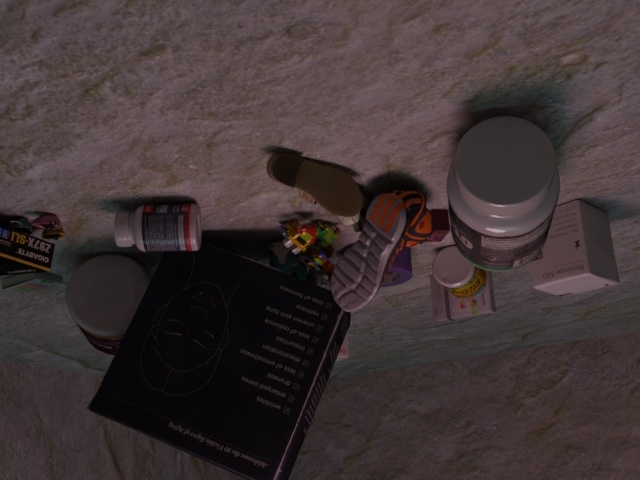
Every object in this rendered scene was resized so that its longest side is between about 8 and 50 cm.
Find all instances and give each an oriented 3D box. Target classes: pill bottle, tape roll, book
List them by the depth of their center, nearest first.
[{"bbox_3d":[0.348,-0.082,1.446,0.204,0.204,0.361,-5,160,10],"label":"pill bottle"},{"bbox_3d":[-0.361,-0.028,1.673,0.180,0.108,0.108,-1,161,-2],"label":"pill bottle"},{"bbox_3d":[0.152,0.065,2.027,0.189,0.080,0.189,-2,161,-1],"label":"tape roll"},{"bbox_3d":[0.393,0.097,2.084,0.117,0.118,0.208,-10,159,22],"label":"pill bottle"},{"bbox_3d":[-0.573,0.200,2.123,0.224,0.224,0.392,1,160,-8],"label":"pill bottle"},{"bbox_3d":[-0.831,0.119,2.165,0.144,0.035,0.096,-15,161,28],"label":"book"}]

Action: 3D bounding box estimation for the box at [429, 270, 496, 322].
[{"bbox_3d":[0.417,0.157,2.215,0.186,0.145,0.038,-14,158,33],"label":"box"}]

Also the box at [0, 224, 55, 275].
[{"bbox_3d":[-0.831,0.017,1.750,0.322,0.079,0.257,-5,159,30],"label":"box"}]

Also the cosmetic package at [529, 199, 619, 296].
[{"bbox_3d":[0.598,0.023,1.795,0.151,0.184,0.151,16,153,-42],"label":"cosmetic package"}]

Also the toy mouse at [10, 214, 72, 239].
[{"bbox_3d":[-0.652,-0.037,1.731,0.161,0.031,0.143,-15,157,32],"label":"toy mouse"}]

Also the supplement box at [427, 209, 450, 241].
[{"bbox_3d":[0.276,-0.034,1.797,0.043,0.055,0.083,-1,161,-8],"label":"supplement box"}]

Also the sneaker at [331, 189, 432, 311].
[{"bbox_3d":[0.153,0.024,1.679,0.180,0.124,0.321,-14,142,-47],"label":"sneaker"}]

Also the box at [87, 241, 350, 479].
[{"bbox_3d":[-0.227,0.305,1.871,0.480,0.472,0.297,21,162,9],"label":"box"}]

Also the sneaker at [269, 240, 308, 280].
[{"bbox_3d":[-0.092,0.086,2.017,0.107,0.110,0.275,-4,161,6],"label":"sneaker"}]

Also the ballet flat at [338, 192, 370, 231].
[{"bbox_3d":[0.075,-0.063,1.658,0.077,0.079,0.221,-8,159,26],"label":"ballet flat"}]

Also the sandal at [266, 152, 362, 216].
[{"bbox_3d":[-0.021,-0.122,1.527,0.240,0.088,0.079,23,-179,-37],"label":"sandal"}]

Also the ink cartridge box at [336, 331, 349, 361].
[{"bbox_3d":[0.011,0.288,2.458,0.148,0.203,0.086,7,159,-25],"label":"ink cartridge box"}]

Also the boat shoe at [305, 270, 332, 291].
[{"bbox_3d":[-0.086,0.180,2.282,0.103,0.118,0.320,18,146,-35],"label":"boat shoe"}]

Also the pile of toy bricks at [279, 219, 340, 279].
[{"bbox_3d":[0.000,0.000,1.831,0.105,0.118,0.212,-38,132,13],"label":"pile of toy bricks"}]
